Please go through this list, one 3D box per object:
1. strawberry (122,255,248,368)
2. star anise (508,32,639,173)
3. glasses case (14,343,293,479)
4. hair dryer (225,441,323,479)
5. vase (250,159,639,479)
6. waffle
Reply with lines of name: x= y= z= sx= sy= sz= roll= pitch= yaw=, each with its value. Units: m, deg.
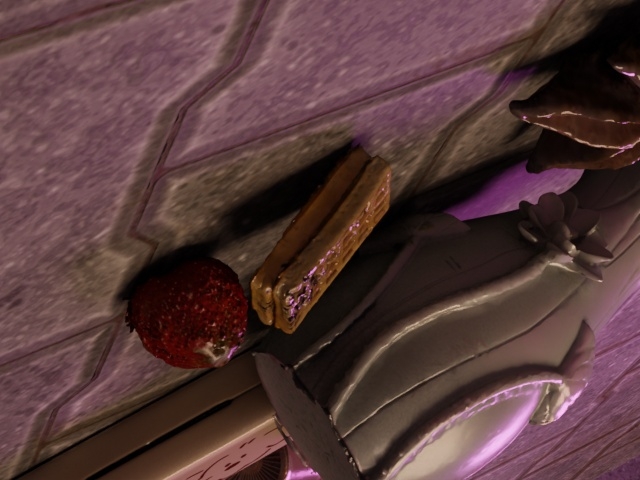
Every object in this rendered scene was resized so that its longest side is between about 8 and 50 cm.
strawberry: x=-0.100 y=0.063 z=1.488 sx=0.106 sy=0.106 sz=0.106 roll=-29 pitch=163 yaw=-10
star anise: x=0.318 y=-0.152 z=1.599 sx=0.349 sy=0.109 sz=0.292 roll=-28 pitch=173 yaw=22
glasses case: x=-0.158 y=0.218 z=1.843 sx=0.336 sy=0.076 sz=0.144 roll=-29 pitch=162 yaw=-10
hair dryer: x=0.044 y=0.151 z=1.996 sx=0.344 sy=0.107 sz=0.189 roll=-47 pitch=159 yaw=24
vase: x=0.164 y=0.067 z=1.737 sx=0.445 sy=0.250 sz=0.250 roll=-32 pitch=164 yaw=-17
waffle: x=0.000 y=0.000 z=1.486 sx=0.148 sy=0.042 sz=0.102 roll=-52 pitch=169 yaw=-17
